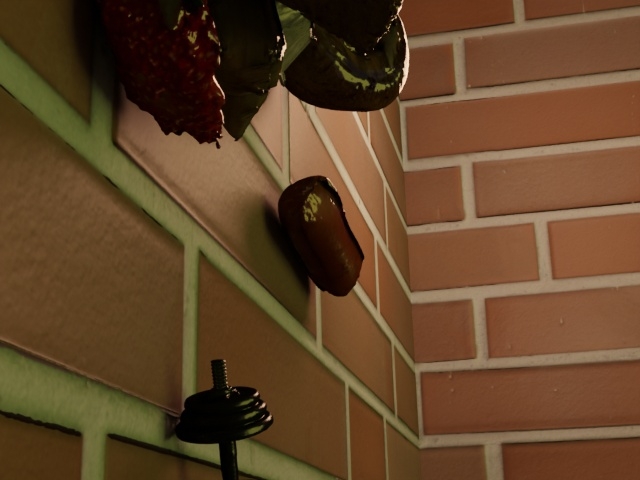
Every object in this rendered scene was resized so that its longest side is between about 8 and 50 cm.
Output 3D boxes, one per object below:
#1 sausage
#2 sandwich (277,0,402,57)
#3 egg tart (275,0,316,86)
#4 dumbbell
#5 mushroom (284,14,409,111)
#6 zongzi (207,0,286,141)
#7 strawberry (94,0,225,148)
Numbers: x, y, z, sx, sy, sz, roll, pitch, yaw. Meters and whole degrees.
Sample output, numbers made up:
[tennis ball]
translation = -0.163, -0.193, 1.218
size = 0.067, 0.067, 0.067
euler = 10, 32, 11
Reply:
[sausage]
translation = 0.000, 0.000, 1.566
size = 0.330, 0.102, 0.102
euler = 65, 23, -62
[sandwich]
translation = -0.035, -0.354, 1.137
size = 0.099, 0.301, 0.271
euler = -52, -167, 30
[egg tart]
translation = -0.062, -0.324, 1.335
size = 0.234, 0.094, 0.234
euler = 169, -90, -89
[dumbbell]
translation = -0.092, 0.223, 1.004
size = 0.099, 0.099, 0.208
euler = -31, 115, -77
[mushroom]
translation = 0.017, -0.337, 1.553
size = 0.263, 0.195, 0.283
euler = -21, 105, -40
[zongzi]
translation = -0.108, -0.239, 1.209
size = 0.197, 0.099, 0.194
euler = 111, -30, -63
[strawberry]
translation = -0.151, -0.187, 0.940
size = 0.228, 0.098, 0.174
euler = 88, -14, -63
